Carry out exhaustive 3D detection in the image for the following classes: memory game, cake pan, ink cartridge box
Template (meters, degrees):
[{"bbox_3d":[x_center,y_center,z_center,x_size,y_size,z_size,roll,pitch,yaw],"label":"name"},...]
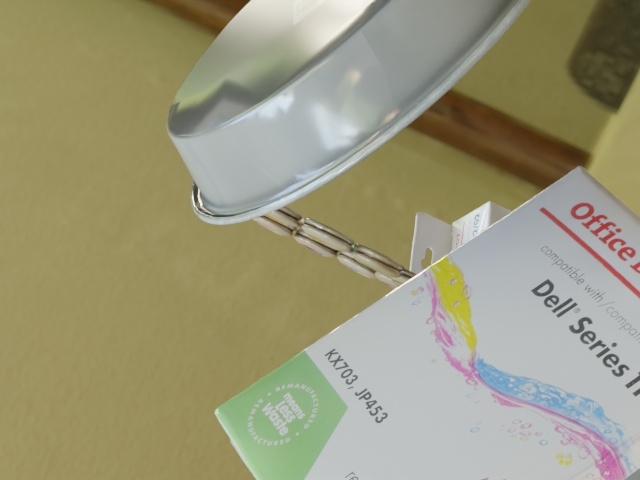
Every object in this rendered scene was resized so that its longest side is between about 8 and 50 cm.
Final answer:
[{"bbox_3d":[0.000,0.000,1.110,0.186,0.012,0.186,26,177,1],"label":"memory game"},{"bbox_3d":[0.017,-0.131,0.950,0.054,0.293,0.293,47,-154,-20],"label":"cake pan"},{"bbox_3d":[0.170,0.037,1.405,0.181,0.061,0.104,22,-121,-25],"label":"ink cartridge box"},{"bbox_3d":[0.140,0.092,0.947,0.353,0.119,0.207,-34,-140,-7],"label":"ink cartridge box"}]
